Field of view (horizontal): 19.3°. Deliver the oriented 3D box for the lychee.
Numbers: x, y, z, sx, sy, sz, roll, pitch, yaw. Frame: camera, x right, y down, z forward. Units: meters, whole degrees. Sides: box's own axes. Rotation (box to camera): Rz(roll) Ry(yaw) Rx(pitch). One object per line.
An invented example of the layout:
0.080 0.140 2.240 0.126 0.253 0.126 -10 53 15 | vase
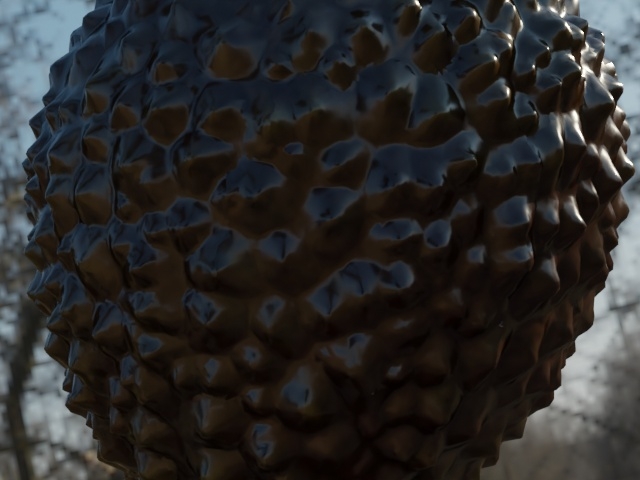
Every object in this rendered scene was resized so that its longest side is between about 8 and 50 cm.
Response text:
0.000 0.000 0.776 0.267 0.267 0.267 -13 -9 -2 | lychee
